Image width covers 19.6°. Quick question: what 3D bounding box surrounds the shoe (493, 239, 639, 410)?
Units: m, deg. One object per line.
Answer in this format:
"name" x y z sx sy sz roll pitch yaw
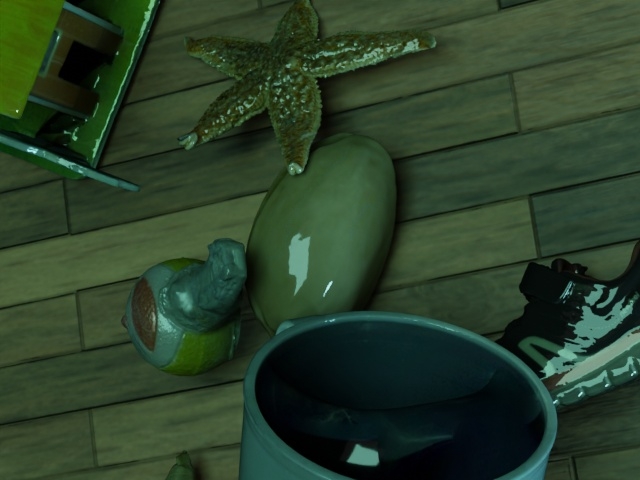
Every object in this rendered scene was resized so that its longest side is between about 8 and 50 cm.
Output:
"shoe" 0.214 0.084 1.691 0.291 0.114 0.137 -24 80 15

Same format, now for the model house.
"model house" -0.278 -0.225 1.824 0.340 0.323 0.300 22 92 24

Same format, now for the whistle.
"whistle" -0.127 0.060 1.800 0.123 0.223 0.123 8 64 -18

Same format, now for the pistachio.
"pistachio" 0.000 0.000 1.794 0.136 0.136 0.226 18 83 24

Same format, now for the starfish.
"starfish" -0.030 -0.152 1.829 0.295 0.048 0.231 2 53 25

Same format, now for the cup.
"cup" 0.024 0.247 1.621 0.331 0.257 0.311 27 126 31

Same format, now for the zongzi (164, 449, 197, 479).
"zongzi" -0.190 0.323 1.842 0.194 0.099 0.197 -18 66 19
